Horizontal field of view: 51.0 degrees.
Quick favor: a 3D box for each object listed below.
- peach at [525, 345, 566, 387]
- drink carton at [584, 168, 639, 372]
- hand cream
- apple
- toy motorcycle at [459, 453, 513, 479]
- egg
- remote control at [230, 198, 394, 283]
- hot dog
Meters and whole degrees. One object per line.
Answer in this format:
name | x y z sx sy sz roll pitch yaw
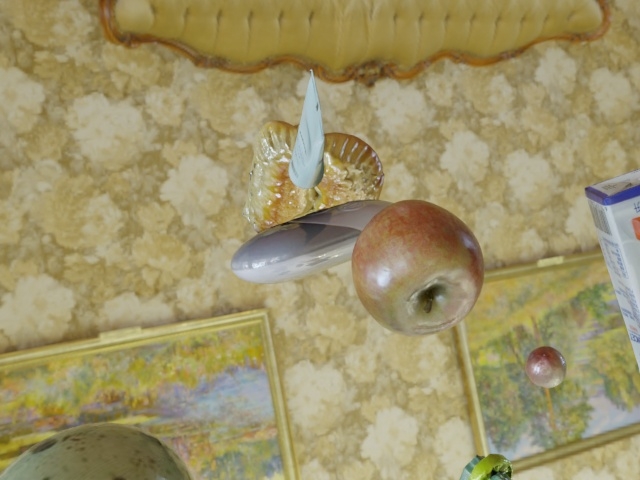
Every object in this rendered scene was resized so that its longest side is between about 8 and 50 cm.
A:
peach | 0.446 0.249 1.329 0.083 0.083 0.083 -11 176 -1
drink carton | 0.495 0.056 0.960 0.131 0.315 0.106 -19 -171 9
hand cream | -0.019 -0.164 1.136 0.067 0.109 0.320 -8 167 -5
apple | 0.136 0.036 0.961 0.188 0.188 0.174 -10 -148 -11
toy motorcycle | 0.302 0.529 1.227 0.200 0.326 0.191 -39 -143 -11
egg | -0.206 0.254 0.552 0.228 0.177 0.177 -29 -172 -37
remote control | 0.000 0.000 1.189 0.332 0.103 0.221 -20 -174 -24
hot dog | -0.020 -0.155 1.768 0.367 0.196 0.365 14 146 2
